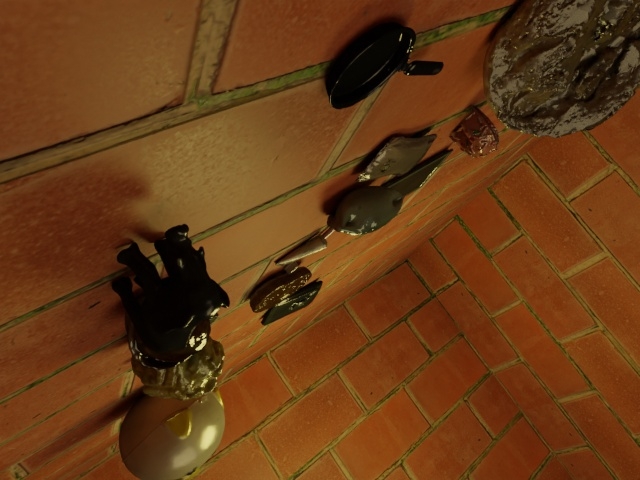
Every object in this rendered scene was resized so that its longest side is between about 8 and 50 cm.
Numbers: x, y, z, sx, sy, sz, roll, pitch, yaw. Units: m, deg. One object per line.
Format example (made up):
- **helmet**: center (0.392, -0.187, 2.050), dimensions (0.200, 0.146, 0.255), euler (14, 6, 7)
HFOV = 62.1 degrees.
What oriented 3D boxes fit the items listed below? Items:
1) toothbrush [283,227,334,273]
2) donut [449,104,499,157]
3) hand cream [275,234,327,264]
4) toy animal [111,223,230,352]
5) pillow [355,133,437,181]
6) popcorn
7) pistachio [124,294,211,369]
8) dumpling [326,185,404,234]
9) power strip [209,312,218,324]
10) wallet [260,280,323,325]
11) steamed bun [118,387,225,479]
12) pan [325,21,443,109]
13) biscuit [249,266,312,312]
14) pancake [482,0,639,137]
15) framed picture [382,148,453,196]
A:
- **toothbrush**: center (0.000, 0.000, 1.394), dimensions (0.286, 0.025, 0.020), euler (-43, 167, 27)
- **donut**: center (0.378, -0.248, 1.286), dimensions (0.065, 0.117, 0.166), euler (-41, 168, 1)
- **hand cream**: center (-0.050, 0.030, 1.359), dimensions (0.143, 0.039, 0.061), euler (-26, 175, -3)
- **toy animal**: center (-0.205, 0.068, 0.740), dimensions (0.114, 0.146, 0.245), euler (-28, 165, -31)
- **pillow**: center (0.167, -0.177, 1.134), dimensions (0.232, 0.038, 0.131), euler (-18, 156, -52)
- **popcorn**: center (-0.295, 0.238, 1.107), dimensions (0.187, 0.185, 0.167), euler (-12, 133, -29)
- **pistachio**: center (-0.261, 0.152, 0.951), dimensions (0.165, 0.130, 0.210), euler (-68, 160, -9)
- **dumpling**: center (0.091, -0.058, 1.220), dimensions (0.216, 0.105, 0.149), euler (-28, 166, -39)
- **power strip**: center (-0.305, 0.219, 1.385), dimensions (0.050, 0.019, 0.136), euler (-22, 162, -46)
- **wallet**: center (-0.105, 0.238, 2.003), dimensions (0.245, 0.052, 0.169), euler (-24, 160, -40)
- **steamed bun**: center (-0.489, 0.630, 1.779), dimensions (0.334, 0.334, 0.374), euler (-40, 174, 18)
- **pan**: center (0.094, -0.233, 0.709), dimensions (0.235, 0.028, 0.136), euler (-20, 161, -46)
- **biscuit**: center (-0.119, 0.136, 1.527), dimensions (0.208, 0.049, 0.181), euler (-26, 165, -41)
- **pancake**: center (0.464, -0.345, 0.936), dimensions (0.386, 0.082, 0.387), euler (-12, 141, -10)
- **framed picture**: center (0.232, -0.152, 1.490), dimensions (0.274, 0.017, 0.217), euler (-30, 167, -28)
